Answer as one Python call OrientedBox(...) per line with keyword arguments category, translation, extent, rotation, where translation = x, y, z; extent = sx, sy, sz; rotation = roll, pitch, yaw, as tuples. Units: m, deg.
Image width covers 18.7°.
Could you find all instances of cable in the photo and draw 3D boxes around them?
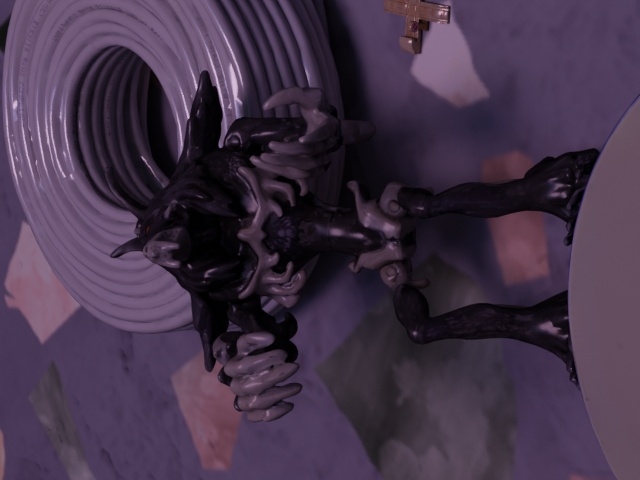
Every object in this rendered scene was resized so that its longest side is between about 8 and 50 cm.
OrientedBox(category="cable", translation=(-0.091, -0.069, 1.145), extent=(0.257, 0.089, 0.257), rotation=(-19, 85, 47))

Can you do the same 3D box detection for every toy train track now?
OrientedBox(category="toy train track", translation=(0.048, -0.141, 1.037), extent=(0.048, 0.014, 0.083), rotation=(18, 111, 44))

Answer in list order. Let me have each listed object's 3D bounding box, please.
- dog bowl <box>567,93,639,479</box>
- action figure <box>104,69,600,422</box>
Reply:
OrientedBox(category="dog bowl", translation=(0.234, 0.032, 0.808), extent=(0.265, 0.104, 0.265), rotation=(13, 108, 45))
OrientedBox(category="action figure", translation=(0.000, 0.000, 0.967), extent=(0.275, 0.141, 0.164), rotation=(3, 98, 18))
